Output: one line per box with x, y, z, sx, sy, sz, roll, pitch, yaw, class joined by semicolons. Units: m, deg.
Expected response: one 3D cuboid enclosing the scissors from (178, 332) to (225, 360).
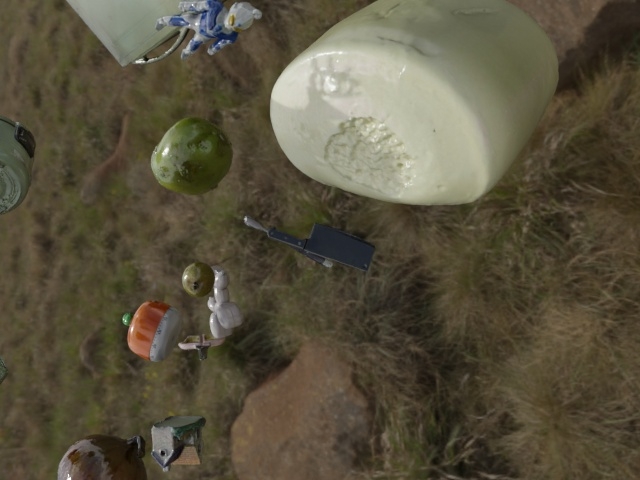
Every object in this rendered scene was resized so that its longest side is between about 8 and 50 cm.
-0.393;0.354;2.065;0.317;0.160;0.024;-155;59;-78;scissors

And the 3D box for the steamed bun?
0.158;-0.282;1.104;0.456;0.371;0.289;12;136;34;steamed bun

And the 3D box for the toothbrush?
-0.081;0.007;1.639;0.024;0.288;0.026;-58;28;6;toothbrush

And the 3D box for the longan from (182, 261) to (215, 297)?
-0.257;0.084;1.304;0.083;0.075;0.075;-91;18;-73;longan

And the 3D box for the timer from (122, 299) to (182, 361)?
-0.377;0.193;1.370;0.099;0.136;0.136;30;-116;-80;timer

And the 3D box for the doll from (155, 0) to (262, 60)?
-0.204;-0.401;1.155;0.227;0.114;0.057;-6;46;34;doll

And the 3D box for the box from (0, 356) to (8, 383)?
-0.939;0.321;1.586;0.166;0.220;0.291;-52;30;-19;box

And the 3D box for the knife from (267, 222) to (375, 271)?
0.000;0.000;1.388;0.019;0.245;0.072;47;-119;-77;knife

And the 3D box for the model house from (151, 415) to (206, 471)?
-0.294;0.425;1.294;0.088;0.101;0.100;-2;86;12;model house

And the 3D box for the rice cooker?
-0.838;-0.198;1.562;0.226;0.226;0.244;-63;28;27;rice cooker

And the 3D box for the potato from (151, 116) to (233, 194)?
-0.297;-0.188;1.446;0.148;0.186;0.253;58;165;13;potato

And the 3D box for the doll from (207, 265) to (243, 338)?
-0.232;0.136;1.451;0.160;0.059;0.161;69;153;16;doll

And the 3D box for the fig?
-0.546;0.599;1.586;0.235;0.235;0.214;-33;26;50;fig

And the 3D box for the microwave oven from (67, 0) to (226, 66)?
-0.380;-0.626;1.426;0.394;0.333;0.247;-10;35;47;microwave oven
